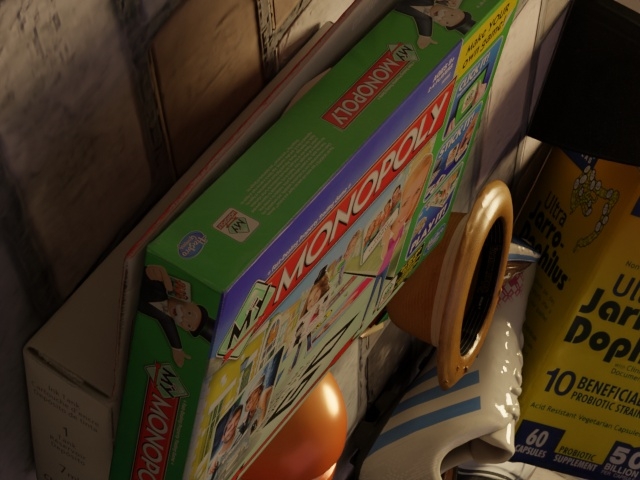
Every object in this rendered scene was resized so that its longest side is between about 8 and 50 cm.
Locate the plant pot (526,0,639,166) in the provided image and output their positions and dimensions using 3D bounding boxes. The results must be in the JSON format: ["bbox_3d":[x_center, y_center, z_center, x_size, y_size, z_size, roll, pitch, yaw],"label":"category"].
[{"bbox_3d":[0.338,-0.178,1.730,0.188,0.167,0.187,-49,162,-40],"label":"plant pot"}]

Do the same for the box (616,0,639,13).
[{"bbox_3d":[0.293,-0.297,1.504,0.170,0.091,0.130,-44,158,-47],"label":"box"}]

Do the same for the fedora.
[{"bbox_3d":[0.106,0.032,1.498,0.194,0.079,0.194,16,90,-74],"label":"fedora"}]

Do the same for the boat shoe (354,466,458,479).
[{"bbox_3d":[0.048,0.326,1.822,0.307,0.110,0.104,-59,166,-6],"label":"boat shoe"}]

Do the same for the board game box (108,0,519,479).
[{"bbox_3d":[0.000,0.000,0.934,0.317,0.046,0.213,-47,161,-42],"label":"board game box"}]

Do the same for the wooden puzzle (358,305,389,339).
[{"bbox_3d":[0.060,0.051,1.541,0.116,0.014,0.079,-29,146,-62],"label":"wooden puzzle"}]

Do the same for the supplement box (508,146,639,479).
[{"bbox_3d":[0.314,0.066,1.915,0.357,0.194,0.195,-66,-156,18],"label":"supplement box"}]

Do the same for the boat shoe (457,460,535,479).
[{"bbox_3d":[0.165,0.278,2.159,0.119,0.121,0.335,-54,155,6],"label":"boat shoe"}]

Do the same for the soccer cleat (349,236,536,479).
[{"bbox_3d":[0.163,0.149,1.807,0.331,0.143,0.116,-54,164,-23],"label":"soccer cleat"}]

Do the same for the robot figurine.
[{"bbox_3d":[-0.059,0.146,1.117,0.158,0.128,0.219,-34,151,-54],"label":"robot figurine"}]

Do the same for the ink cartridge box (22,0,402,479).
[{"bbox_3d":[-0.047,-0.021,0.955,0.296,0.066,0.261,-50,162,-34],"label":"ink cartridge box"}]

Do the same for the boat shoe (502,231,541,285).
[{"bbox_3d":[0.162,0.019,1.735,0.066,0.066,0.183,-58,156,11],"label":"boat shoe"}]
